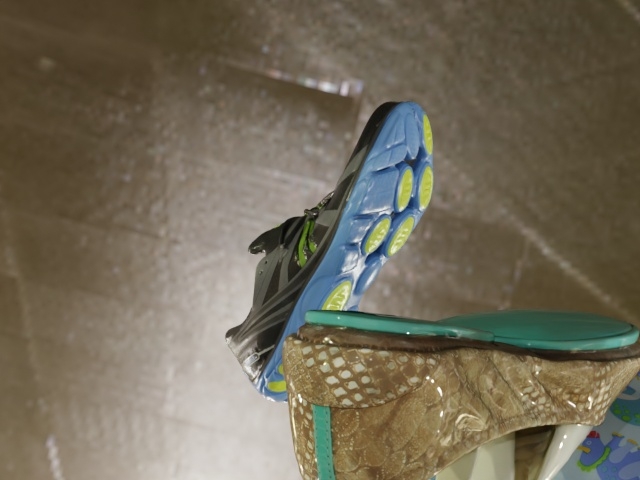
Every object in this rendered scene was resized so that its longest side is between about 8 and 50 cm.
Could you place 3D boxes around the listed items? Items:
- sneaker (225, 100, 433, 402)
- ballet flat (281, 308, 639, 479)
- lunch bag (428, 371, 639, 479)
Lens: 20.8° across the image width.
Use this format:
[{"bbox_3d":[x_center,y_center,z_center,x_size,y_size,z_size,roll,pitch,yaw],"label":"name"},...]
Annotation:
[{"bbox_3d":[0.000,0.000,0.989,0.078,0.188,0.067,38,-164,34],"label":"sneaker"},{"bbox_3d":[0.051,0.058,0.603,0.073,0.067,0.206,7,-178,37],"label":"ballet flat"},{"bbox_3d":[0.132,0.096,0.734,0.151,0.096,0.129,-14,-146,-40],"label":"lunch bag"}]
